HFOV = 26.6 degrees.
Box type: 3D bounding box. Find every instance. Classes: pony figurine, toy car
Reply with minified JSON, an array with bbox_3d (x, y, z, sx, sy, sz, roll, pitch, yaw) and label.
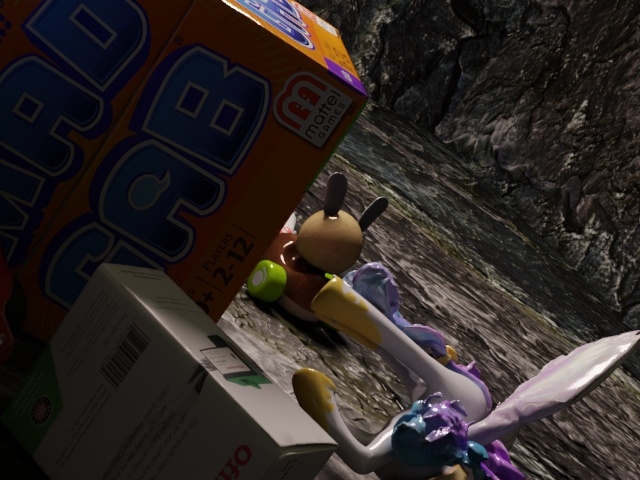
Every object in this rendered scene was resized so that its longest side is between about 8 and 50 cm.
[{"bbox_3d":[0.130,0.185,1.378,0.363,0.303,0.351,40,46,7],"label":"pony figurine"},{"bbox_3d":[0.000,0.000,1.774,0.155,0.188,0.149,25,17,-37],"label":"toy car"}]

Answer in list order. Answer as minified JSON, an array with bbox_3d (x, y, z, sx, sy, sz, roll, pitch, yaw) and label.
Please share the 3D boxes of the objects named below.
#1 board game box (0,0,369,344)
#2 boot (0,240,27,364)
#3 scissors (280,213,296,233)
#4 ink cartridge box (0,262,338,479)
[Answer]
[{"bbox_3d":[-0.210,-0.128,1.347,0.356,0.356,0.356,32,13,-13],"label":"board game box"},{"bbox_3d":[-0.290,0.042,1.043,0.088,0.176,0.244,-9,19,8],"label":"boot"},{"bbox_3d":[-0.060,-0.013,2.044,0.109,0.021,0.297,28,16,-18],"label":"scissors"},{"bbox_3d":[-0.119,0.147,1.034,0.219,0.160,0.092,42,15,26],"label":"ink cartridge box"}]
